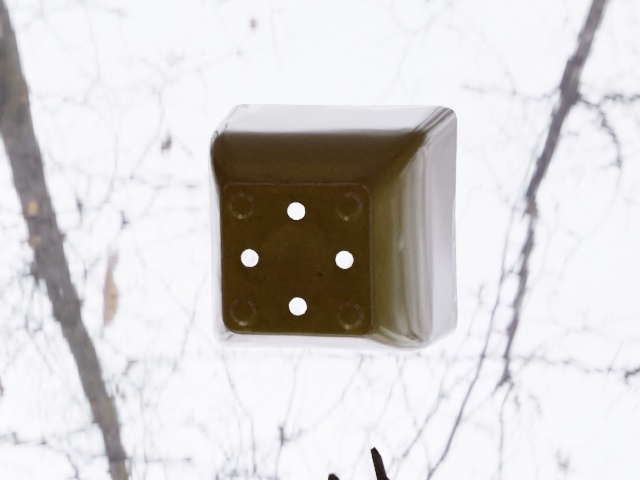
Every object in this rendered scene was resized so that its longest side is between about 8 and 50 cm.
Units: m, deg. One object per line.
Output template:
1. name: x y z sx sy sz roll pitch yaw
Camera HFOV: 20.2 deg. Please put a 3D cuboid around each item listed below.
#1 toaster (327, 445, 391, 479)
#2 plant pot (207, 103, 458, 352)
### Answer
1. toaster: 0.111 0.104 0.279 0.146 0.129 0.227 -34 -104 23
2. plant pot: 0.000 0.000 0.590 0.081 0.083 0.081 1 -80 11
